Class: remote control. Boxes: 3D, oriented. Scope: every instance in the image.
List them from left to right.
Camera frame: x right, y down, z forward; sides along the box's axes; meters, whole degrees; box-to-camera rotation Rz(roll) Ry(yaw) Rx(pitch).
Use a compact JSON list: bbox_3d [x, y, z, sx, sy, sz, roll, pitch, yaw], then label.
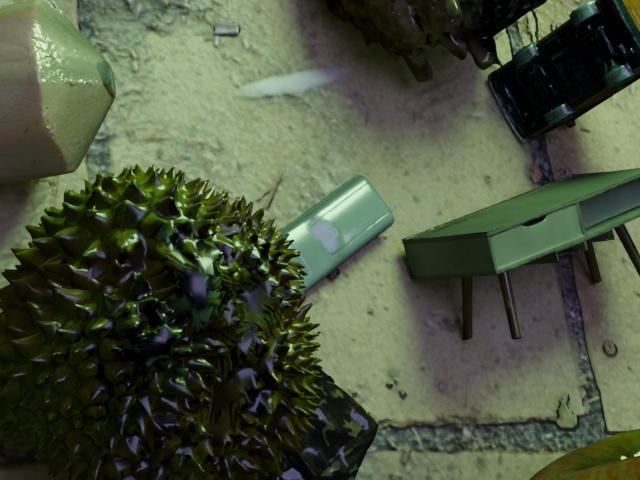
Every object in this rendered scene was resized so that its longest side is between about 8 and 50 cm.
[{"bbox_3d":[0.000,0.000,1.533,0.162,0.029,0.061,-38,91,-36],"label":"remote control"}]

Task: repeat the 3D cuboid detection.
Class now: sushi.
[{"bbox_3d":[0.105,-0.290,1.608,0.218,0.225,0.238,-19,59,-19],"label":"sushi"}]

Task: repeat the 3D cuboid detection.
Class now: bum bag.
[{"bbox_3d":[-0.049,0.111,1.431,0.102,0.069,0.248,-37,93,1],"label":"bum bag"}]

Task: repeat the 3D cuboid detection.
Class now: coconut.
[{"bbox_3d":[-0.242,-0.119,1.354,0.152,0.147,0.147,-11,73,2],"label":"coconut"}]

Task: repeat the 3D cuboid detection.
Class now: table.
[{"bbox_3d":[0.216,0.014,1.610,0.240,0.121,0.111,-20,99,-35],"label":"table"}]

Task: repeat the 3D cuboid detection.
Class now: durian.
[{"bbox_3d":[-0.136,0.077,1.293,0.291,0.224,0.291,-15,113,-37],"label":"durian"}]

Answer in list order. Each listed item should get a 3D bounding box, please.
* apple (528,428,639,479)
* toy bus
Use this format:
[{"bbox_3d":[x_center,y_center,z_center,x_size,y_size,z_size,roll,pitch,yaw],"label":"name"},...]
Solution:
[{"bbox_3d":[0.316,0.289,1.457,0.309,0.277,0.250,-13,90,-25],"label":"apple"},{"bbox_3d":[0.266,-0.179,1.681,0.103,0.182,0.091,-23,82,-44],"label":"toy bus"}]
